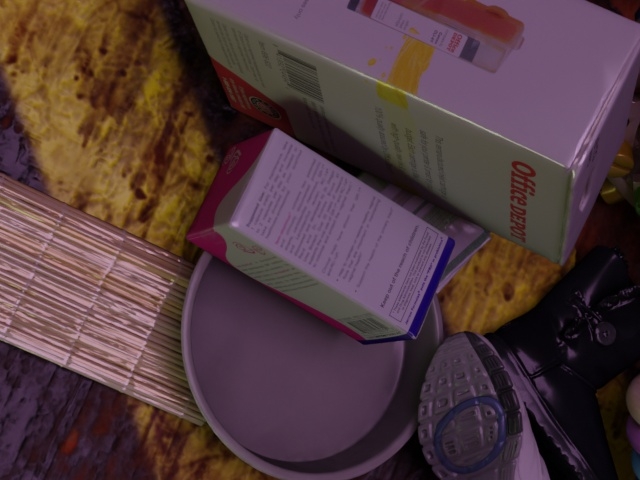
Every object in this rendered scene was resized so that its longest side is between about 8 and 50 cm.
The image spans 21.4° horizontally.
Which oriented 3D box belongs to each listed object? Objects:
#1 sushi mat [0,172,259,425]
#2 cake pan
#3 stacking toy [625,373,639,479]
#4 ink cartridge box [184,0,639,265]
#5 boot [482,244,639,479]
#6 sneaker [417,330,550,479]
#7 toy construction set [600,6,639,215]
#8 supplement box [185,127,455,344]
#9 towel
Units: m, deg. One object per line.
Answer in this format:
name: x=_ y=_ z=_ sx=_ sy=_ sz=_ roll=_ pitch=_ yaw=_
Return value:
sushi mat: x=-0.225 y=0.055 z=1.667 sx=0.316 sy=0.019 sz=0.151 roll=25 pitch=77 yaw=-16
cake pan: x=-0.014 y=0.097 z=1.704 sx=0.293 sy=0.054 sz=0.293 roll=4 pitch=82 yaw=-27
stacking toy: x=0.379 y=0.300 z=1.771 sx=0.141 sy=0.141 sz=0.330 roll=-9 pitch=115 yaw=-20
ink cartridge box: x=0.094 y=-0.159 z=1.587 sx=0.385 sy=0.279 sz=0.160 roll=27 pitch=77 yaw=13
boot: x=0.303 y=0.151 z=1.807 sx=0.207 sy=0.094 sz=0.246 roll=-34 pitch=90 yaw=-16
sneaker: x=0.181 y=0.233 z=1.744 sx=0.111 sy=0.129 sz=0.297 roll=-14 pitch=96 yaw=18
toy construction set: x=0.321 y=-0.071 z=1.789 sx=0.257 sy=0.237 sz=0.308 roll=28 pitch=44 yaw=-58
supplement box: x=0.000 y=0.000 z=1.629 sx=0.220 sy=0.111 sz=0.114 roll=31 pitch=71 yaw=-21
towel: x=0.099 y=-0.023 z=1.790 sx=0.113 sy=0.023 sz=0.152 roll=-45 pitch=100 yaw=-19
